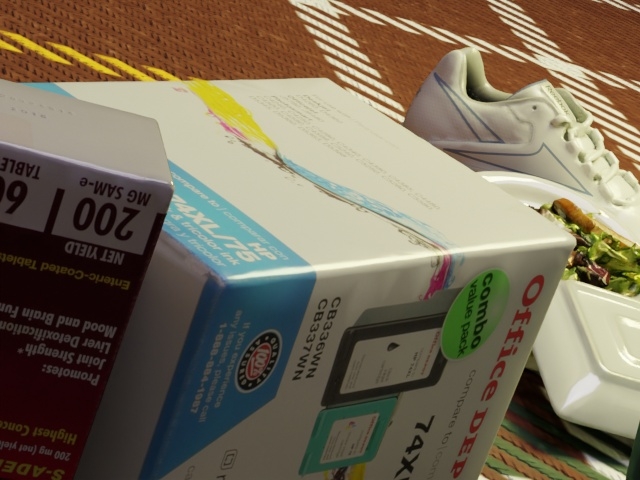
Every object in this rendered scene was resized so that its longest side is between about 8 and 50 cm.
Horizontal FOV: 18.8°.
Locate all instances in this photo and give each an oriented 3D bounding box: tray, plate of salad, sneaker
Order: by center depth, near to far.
[{"bbox_3d":[0.259,0.092,1.304,0.270,0.030,0.145,17,33,-23],"label":"tray"},{"bbox_3d":[0.158,0.014,1.379,0.200,0.048,0.200,11,44,-11],"label":"plate of salad"},{"bbox_3d":[0.180,-0.048,1.507,0.297,0.129,0.111,31,21,23],"label":"sneaker"}]

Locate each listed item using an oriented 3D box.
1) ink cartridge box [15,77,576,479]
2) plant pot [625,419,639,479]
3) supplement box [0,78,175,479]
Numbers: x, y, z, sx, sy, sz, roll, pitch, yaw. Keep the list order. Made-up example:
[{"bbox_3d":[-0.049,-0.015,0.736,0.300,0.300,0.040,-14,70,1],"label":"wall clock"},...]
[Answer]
[{"bbox_3d":[-0.049,0.046,0.970,0.197,0.198,0.270,34,25,33],"label":"ink cartridge box"},{"bbox_3d":[0.233,0.128,0.975,0.166,0.234,0.165,23,21,3],"label":"plant pot"},{"bbox_3d":[-0.159,0.053,0.792,0.130,0.239,0.073,13,23,-17],"label":"supplement box"}]
